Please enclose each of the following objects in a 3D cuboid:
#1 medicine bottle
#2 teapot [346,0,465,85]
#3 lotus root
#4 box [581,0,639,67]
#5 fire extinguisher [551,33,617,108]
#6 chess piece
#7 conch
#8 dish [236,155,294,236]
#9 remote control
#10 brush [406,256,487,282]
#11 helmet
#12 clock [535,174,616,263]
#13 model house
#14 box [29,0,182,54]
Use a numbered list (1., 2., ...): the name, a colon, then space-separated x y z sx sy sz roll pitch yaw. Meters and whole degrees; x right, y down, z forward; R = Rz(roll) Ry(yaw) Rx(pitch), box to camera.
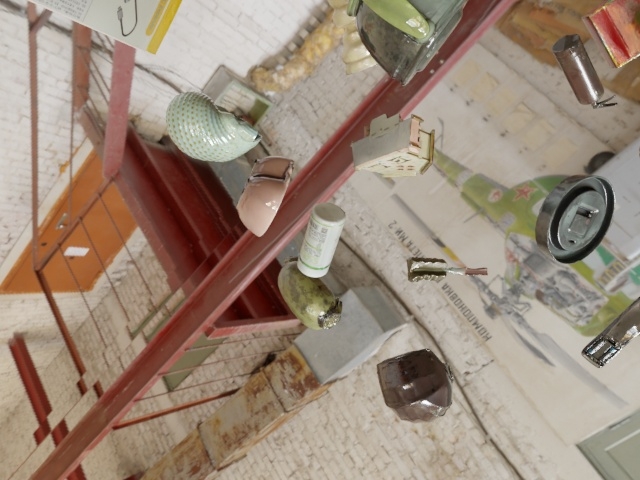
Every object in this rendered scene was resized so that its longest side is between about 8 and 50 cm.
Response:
1. medicine bottle: 0.000 0.000 1.048 0.086 0.183 0.086 11 -140 -9
2. teapot: 0.159 -0.484 0.919 0.239 0.239 0.321 36 -123 0
3. lotus root: -0.056 0.175 1.442 0.173 0.173 0.309 21 -157 -50
4. box: 1.015 -0.710 1.282 0.197 0.313 0.089 53 -153 -10
5. fire extinguisher: 0.769 -0.473 1.213 0.268 0.089 0.072 40 -129 -29
6. chess piece: 0.094 -0.621 1.199 0.142 0.143 0.260 -82 -31 -67
7. conch: -0.381 -0.383 1.496 0.319 0.215 0.303 35 -162 5
8. dish: -0.146 -0.124 1.038 0.090 0.213 0.213 24 -156 -14
9. remote control: 0.712 0.215 0.991 0.059 0.212 0.028 44 -155 28
10. brush: 0.425 0.099 1.398 0.301 0.084 0.071 2 177 -16
11. helmet: 0.315 0.485 1.329 0.305 0.225 0.177 43 -152 -34
12. clock: 0.860 -0.072 1.413 0.313 0.312 0.061 33 -176 -30
13. model house: 0.297 -0.336 1.518 0.244 0.326 0.169 11 -102 -33
14. box: -0.244 -0.305 0.481 0.033 0.129 0.247 34 -167 3
